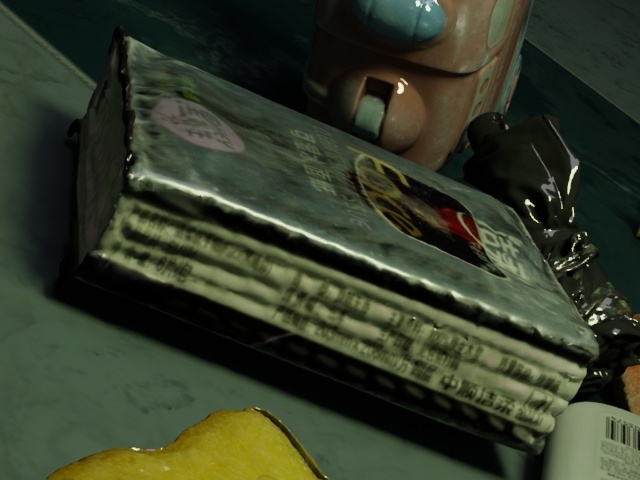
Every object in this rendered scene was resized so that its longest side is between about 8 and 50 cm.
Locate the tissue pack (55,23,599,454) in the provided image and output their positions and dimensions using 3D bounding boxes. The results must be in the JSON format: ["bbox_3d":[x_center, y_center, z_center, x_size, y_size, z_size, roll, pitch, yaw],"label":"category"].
[{"bbox_3d":[0.000,0.000,1.139,0.361,0.122,0.259,22,22,-17],"label":"tissue pack"}]

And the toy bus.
[{"bbox_3d":[0.082,-0.192,1.425,0.197,0.294,0.232,20,34,8],"label":"toy bus"}]

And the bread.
[{"bbox_3d":[-0.061,0.172,0.768,0.161,0.088,0.233,38,26,26],"label":"bread"}]

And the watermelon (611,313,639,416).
[{"bbox_3d":[0.330,0.120,1.343,0.193,0.140,0.257,28,14,-29],"label":"watermelon"}]

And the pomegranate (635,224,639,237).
[{"bbox_3d":[0.429,-0.033,1.718,0.148,0.148,0.169,43,36,25],"label":"pomegranate"}]

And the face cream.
[{"bbox_3d":[0.205,0.206,1.040,0.144,0.071,0.291,30,22,-2],"label":"face cream"}]

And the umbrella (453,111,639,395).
[{"bbox_3d":[0.184,-0.003,1.328,0.110,0.122,0.272,-14,53,-3],"label":"umbrella"}]
